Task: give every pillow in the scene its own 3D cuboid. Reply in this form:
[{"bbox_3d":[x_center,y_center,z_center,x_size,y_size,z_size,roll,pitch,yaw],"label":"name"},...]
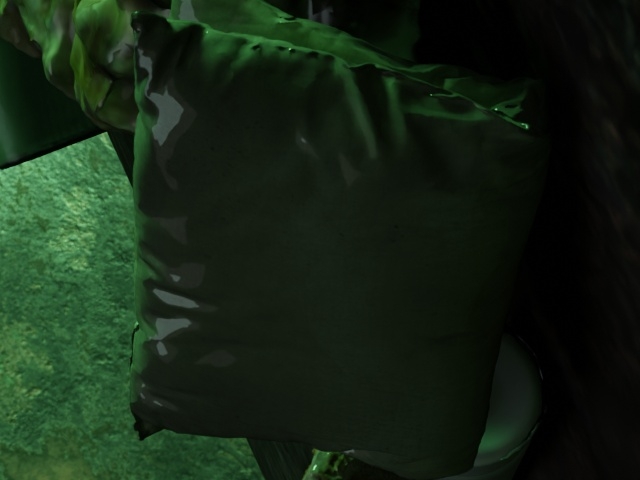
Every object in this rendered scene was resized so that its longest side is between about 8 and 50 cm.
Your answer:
[{"bbox_3d":[0.000,0.000,0.552,0.181,0.134,0.078,95,-164,-45],"label":"pillow"}]

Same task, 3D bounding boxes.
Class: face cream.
[{"bbox_3d":[0.058,0.084,0.738,0.092,0.058,0.244,51,172,11],"label":"face cream"}]

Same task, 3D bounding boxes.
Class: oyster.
[{"bbox_3d":[-0.057,-0.116,0.656,0.351,0.114,0.238,10,125,61],"label":"oyster"}]

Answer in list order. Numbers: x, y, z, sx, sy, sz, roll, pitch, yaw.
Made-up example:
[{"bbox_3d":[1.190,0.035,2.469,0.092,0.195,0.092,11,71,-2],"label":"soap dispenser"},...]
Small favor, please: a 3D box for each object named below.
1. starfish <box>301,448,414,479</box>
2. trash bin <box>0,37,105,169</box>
[{"bbox_3d":[0.025,0.117,0.890,0.216,0.071,0.238,60,179,37],"label":"starfish"},{"bbox_3d":[-0.170,-0.222,0.932,0.223,0.158,0.344,-162,49,-78],"label":"trash bin"}]
